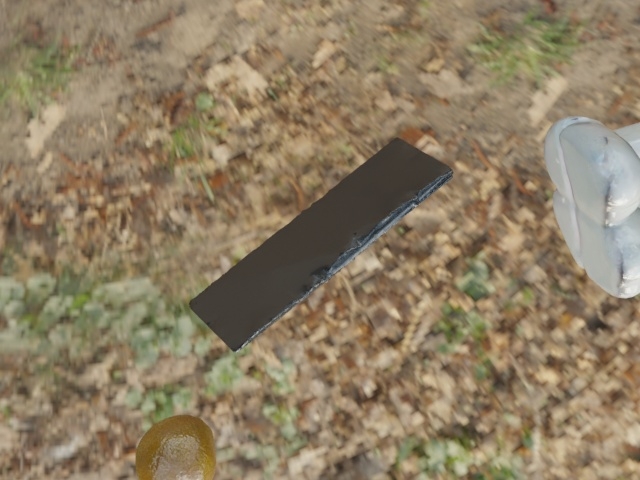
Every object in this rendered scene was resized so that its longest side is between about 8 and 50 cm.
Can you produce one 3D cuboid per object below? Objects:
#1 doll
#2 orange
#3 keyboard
[{"bbox_3d":[0.246,-0.080,0.709,0.271,0.144,0.208,-4,112,-17],"label":"doll"},{"bbox_3d":[-0.132,0.202,1.374,0.085,0.085,0.085,-3,109,-9],"label":"orange"},{"bbox_3d":[0.001,0.001,1.031,0.196,0.074,0.015,-39,126,-12],"label":"keyboard"}]
